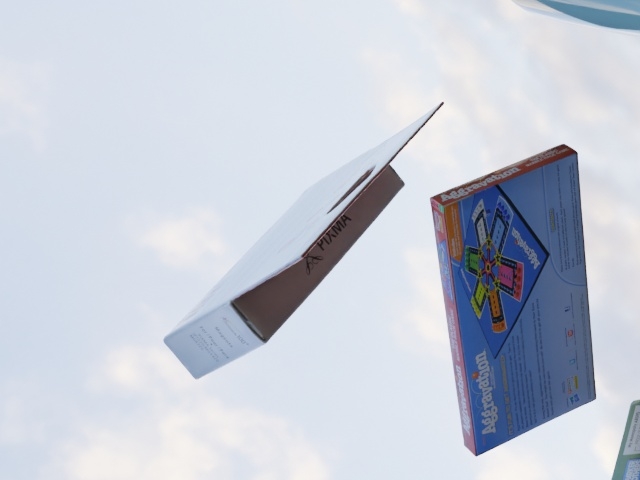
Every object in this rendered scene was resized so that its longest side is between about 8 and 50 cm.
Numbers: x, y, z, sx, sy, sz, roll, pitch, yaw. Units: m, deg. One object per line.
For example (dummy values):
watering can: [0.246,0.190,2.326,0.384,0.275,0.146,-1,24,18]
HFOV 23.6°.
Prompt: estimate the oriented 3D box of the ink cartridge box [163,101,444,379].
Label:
ink cartridge box: [0.000,0.000,1.477,0.060,0.239,0.275,50,-131,-9]

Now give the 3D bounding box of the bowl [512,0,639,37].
bowl: [0.278,-0.258,1.052,0.311,0.311,0.163,7,-153,-48]

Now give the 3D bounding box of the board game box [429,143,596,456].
board game box: [0.184,0.060,1.432,0.145,0.281,0.027,-22,-147,-20]

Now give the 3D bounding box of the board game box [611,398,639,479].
board game box: [0.167,0.251,0.686,0.213,0.046,0.317,63,-146,-26]
